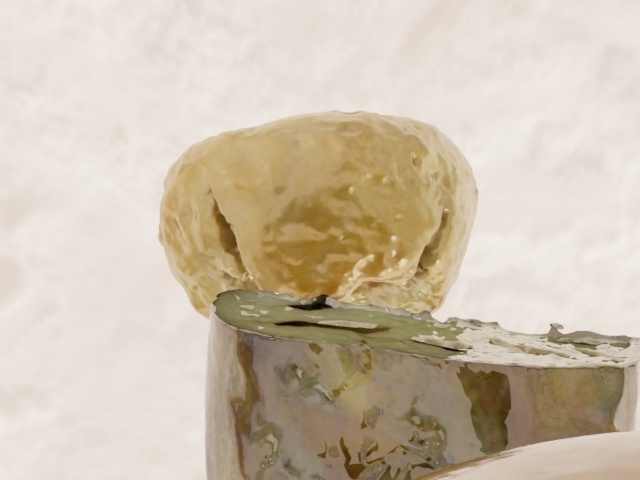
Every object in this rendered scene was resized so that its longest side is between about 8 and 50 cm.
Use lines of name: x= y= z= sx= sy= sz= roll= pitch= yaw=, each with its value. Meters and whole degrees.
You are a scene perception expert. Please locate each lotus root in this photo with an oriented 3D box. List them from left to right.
lotus root: x=0.045 y=0.178 z=1.031 sx=0.267 sy=0.149 sz=0.260 roll=7 pitch=99 yaw=11

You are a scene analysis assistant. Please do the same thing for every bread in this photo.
bread: x=0.000 y=0.000 z=1.257 sx=0.244 sy=0.244 sz=0.134 roll=-12 pitch=71 yaw=3

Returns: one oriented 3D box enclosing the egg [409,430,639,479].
egg: x=0.057 y=0.174 z=0.392 sx=0.322 sy=0.250 sz=0.250 roll=-10 pitch=81 yaw=-23
